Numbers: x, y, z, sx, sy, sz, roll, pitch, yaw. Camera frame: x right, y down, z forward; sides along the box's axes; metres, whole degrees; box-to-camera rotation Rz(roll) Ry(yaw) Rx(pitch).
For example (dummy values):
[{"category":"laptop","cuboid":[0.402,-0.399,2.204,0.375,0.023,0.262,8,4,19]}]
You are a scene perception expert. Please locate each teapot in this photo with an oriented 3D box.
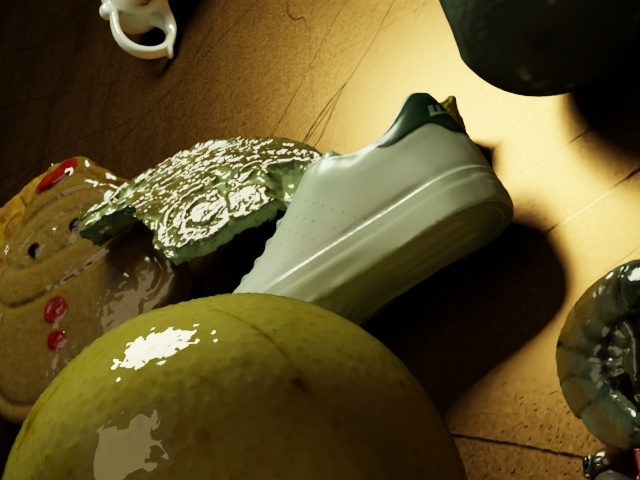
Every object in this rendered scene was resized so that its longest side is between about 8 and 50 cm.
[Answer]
[{"category":"teapot","cuboid":[-0.268,-0.413,1.812,0.204,0.139,0.298,130,155,-63]}]

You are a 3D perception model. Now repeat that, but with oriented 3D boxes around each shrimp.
[{"category":"shrimp","cuboid":[0.256,0.073,0.823,0.217,0.051,0.150,-30,44,44]}]

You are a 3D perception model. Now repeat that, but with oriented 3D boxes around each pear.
[{"category":"pear","cuboid":[-0.062,0.202,0.846,0.348,0.348,0.348,-32,40,31]}]

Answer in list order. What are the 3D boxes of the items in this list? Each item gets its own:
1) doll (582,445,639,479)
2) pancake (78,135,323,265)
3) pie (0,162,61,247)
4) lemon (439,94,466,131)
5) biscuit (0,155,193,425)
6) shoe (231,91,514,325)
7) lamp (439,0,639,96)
[{"category":"doll","cuboid":[0.221,0.163,0.792,0.085,0.040,0.058,-36,50,33]},{"category":"pancake","cuboid":[-0.125,-0.038,1.310,0.376,0.054,0.197,-4,42,35]},{"category":"pie","cuboid":[-0.420,0.037,1.662,0.339,0.083,0.340,-29,44,32]},{"category":"lemon","cuboid":[0.112,-0.100,1.129,0.065,0.065,0.092,29,95,56]},{"category":"biscuit","cuboid":[-0.323,0.057,1.462,0.358,0.074,0.381,-26,55,18]},{"category":"shoe","cuboid":[0.000,0.000,1.093,0.363,0.131,0.160,-35,61,23]},{"category":"lamp","cuboid":[0.193,-0.268,1.065,0.182,0.182,0.314,-33,39,29]}]
